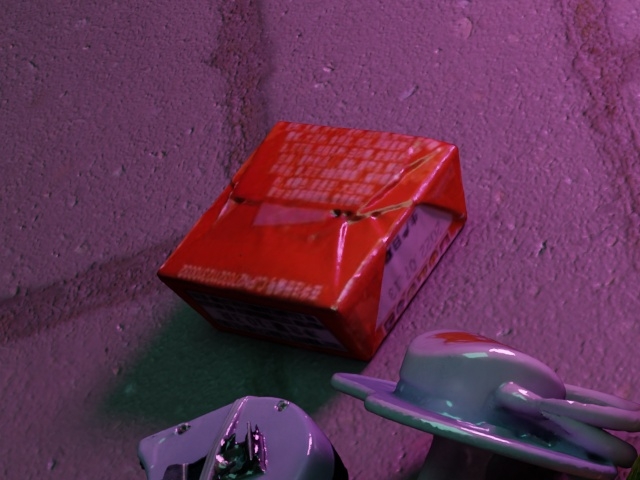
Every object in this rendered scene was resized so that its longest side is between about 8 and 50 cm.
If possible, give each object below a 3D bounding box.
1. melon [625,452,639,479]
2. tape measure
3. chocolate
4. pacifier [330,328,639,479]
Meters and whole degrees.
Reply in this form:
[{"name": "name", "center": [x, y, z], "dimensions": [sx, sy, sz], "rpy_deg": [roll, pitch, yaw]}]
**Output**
[{"name": "melon", "center": [0.419, 0.117, 1.521], "dimensions": [0.226, 0.331, 0.343], "rpy_deg": [37, 61, 2]}, {"name": "tape measure", "center": [-0.069, 0.221, 1.750], "dimensions": [0.181, 0.107, 0.182], "rpy_deg": [-29, 34, 9]}, {"name": "chocolate", "center": [0.000, 0.000, 1.964], "dimensions": [0.237, 0.108, 0.235], "rpy_deg": [10, 50, 37]}, {"name": "pacifier", "center": [0.120, 0.197, 1.620], "dimensions": [0.299, 0.244, 0.233], "rpy_deg": [-157, 88, -79]}]
